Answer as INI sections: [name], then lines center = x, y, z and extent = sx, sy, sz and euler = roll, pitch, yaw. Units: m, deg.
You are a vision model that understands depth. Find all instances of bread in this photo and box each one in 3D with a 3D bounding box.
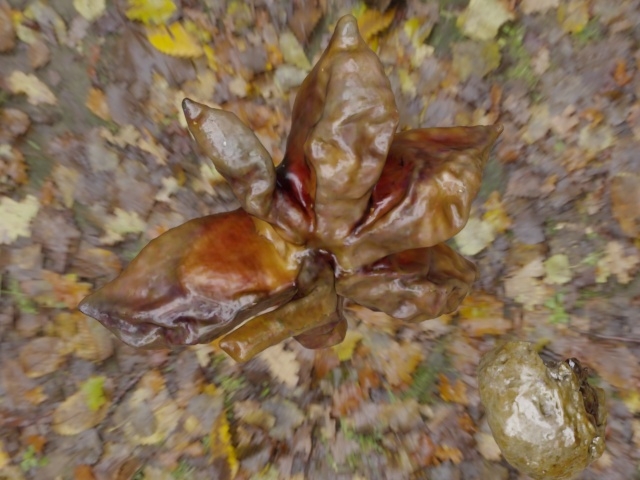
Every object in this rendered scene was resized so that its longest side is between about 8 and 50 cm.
[bread]
center = 0.150, 0.114, 0.892
extent = 0.060, 0.113, 0.082
euler = -21, 63, 25

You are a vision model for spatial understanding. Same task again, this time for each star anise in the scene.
[star anise]
center = 0.000, -0.001, 0.698
extent = 0.212, 0.196, 0.111
euler = -45, 59, 6
